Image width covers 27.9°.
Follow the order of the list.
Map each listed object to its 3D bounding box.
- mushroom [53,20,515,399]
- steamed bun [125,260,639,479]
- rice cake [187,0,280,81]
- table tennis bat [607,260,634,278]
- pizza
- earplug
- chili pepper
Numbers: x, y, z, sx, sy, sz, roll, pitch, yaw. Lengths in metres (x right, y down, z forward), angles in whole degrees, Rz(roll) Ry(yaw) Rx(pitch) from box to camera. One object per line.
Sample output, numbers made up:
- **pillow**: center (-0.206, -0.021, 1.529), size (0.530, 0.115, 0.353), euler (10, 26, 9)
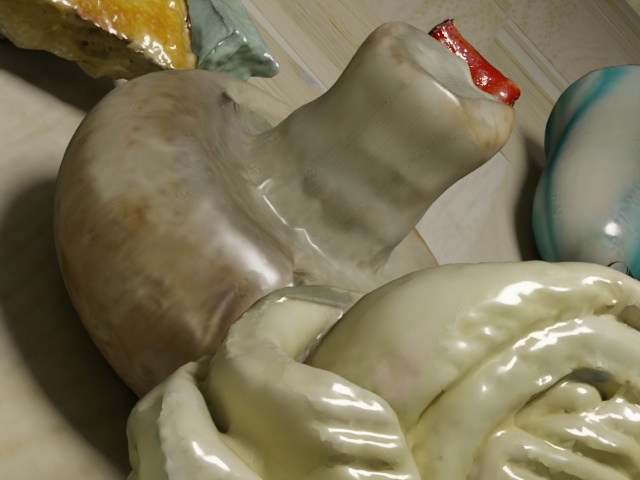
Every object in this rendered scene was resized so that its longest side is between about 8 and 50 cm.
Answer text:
- **mushroom**: center (-0.007, -0.010, 0.670), size (0.243, 0.243, 0.243), euler (38, 27, -23)
- **steamed bun**: center (0.040, 0.151, 0.531), size (0.268, 0.207, 0.280), euler (-12, 85, -28)
- **rice cake**: center (-0.112, -0.192, 0.952), size (0.063, 0.069, 0.206), euler (6, 50, -59)
- **table tennis bat**: center (0.246, 0.129, 1.065), size (0.301, 0.022, 0.173), euler (-53, 127, -57)
- **pizza**: center (-0.202, -0.213, 0.799), size (0.223, 0.089, 0.323), euler (-8, 65, -51)
- **earplug**: center (0.289, -0.046, 1.301), size (0.185, 0.185, 0.324), euler (47, 31, -4)
- **chili pepper**: center (0.157, -0.172, 1.366), size (0.070, 0.073, 0.123), euler (-38, 83, -23)
